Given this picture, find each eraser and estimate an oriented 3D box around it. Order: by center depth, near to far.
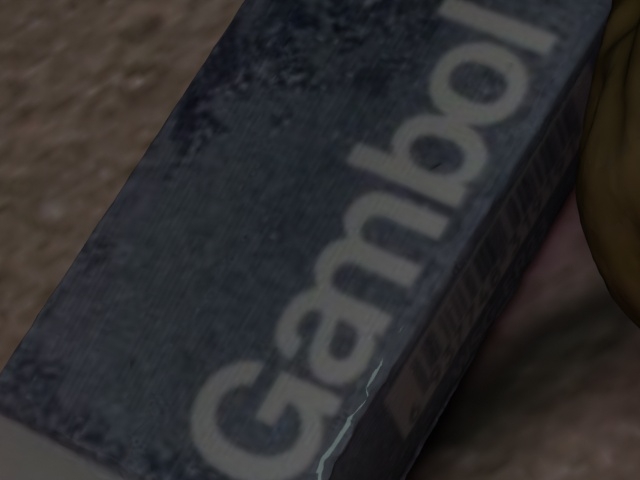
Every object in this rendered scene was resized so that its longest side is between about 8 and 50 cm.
[{"bbox_3d":[0.000,0.000,0.483,0.092,0.046,0.212,23,70,24],"label":"eraser"}]

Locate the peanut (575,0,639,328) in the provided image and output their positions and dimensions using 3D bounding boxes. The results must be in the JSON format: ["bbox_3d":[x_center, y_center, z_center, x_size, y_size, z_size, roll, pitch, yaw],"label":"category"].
[{"bbox_3d":[0.141,-0.089,0.441,0.143,0.159,0.291,-23,45,43],"label":"peanut"}]
